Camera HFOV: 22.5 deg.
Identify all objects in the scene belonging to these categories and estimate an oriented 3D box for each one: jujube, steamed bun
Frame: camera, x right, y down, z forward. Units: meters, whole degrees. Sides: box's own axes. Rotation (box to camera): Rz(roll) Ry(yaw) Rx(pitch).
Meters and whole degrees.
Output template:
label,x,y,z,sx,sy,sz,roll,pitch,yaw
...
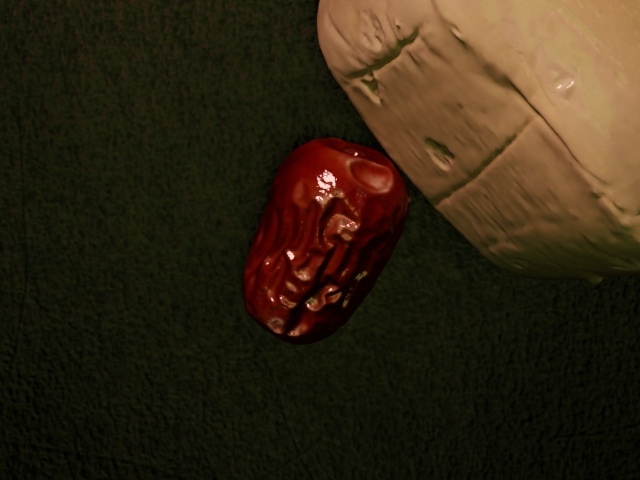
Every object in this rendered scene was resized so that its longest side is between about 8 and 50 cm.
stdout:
label,x,y,z,sx,sy,sz,roll,pitch,yaw
jujube,0.000,0.000,1.773,0.155,0.155,0.230,27,105,-5
steamed bun,0.245,-0.184,1.643,0.290,0.371,0.456,-43,99,-20
